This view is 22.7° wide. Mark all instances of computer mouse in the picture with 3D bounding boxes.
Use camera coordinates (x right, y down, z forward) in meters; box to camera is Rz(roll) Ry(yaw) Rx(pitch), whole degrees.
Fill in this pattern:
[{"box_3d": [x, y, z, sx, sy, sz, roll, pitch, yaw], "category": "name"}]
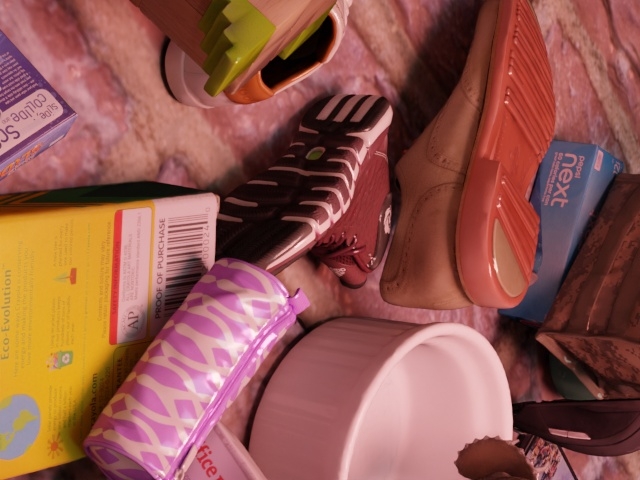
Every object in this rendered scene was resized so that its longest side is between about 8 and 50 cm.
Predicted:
[{"box_3d": [0.283, 0.201, 1.715, 0.184, 0.262, 0.060, 6, 80, -54], "category": "computer mouse"}]

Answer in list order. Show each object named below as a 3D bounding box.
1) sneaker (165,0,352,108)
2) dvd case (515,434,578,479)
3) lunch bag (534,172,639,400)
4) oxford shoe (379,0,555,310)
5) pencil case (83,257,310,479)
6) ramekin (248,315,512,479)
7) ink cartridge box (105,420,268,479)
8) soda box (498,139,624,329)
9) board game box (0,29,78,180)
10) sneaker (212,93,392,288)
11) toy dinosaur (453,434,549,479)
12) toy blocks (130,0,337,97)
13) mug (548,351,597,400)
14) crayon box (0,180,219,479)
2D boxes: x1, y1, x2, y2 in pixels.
[{"box_3d": [-0.001, -0.206, 1.383, 0.290, 0.123, 0.106, -51, 131, -32], "category": "sneaker"}, {"box_3d": [0.228, 0.354, 1.872, 0.253, 0.022, 0.180, -54, 134, -27], "category": "dvd case"}, {"box_3d": [0.408, 0.056, 1.681, 0.169, 0.287, 0.235, 43, 67, -32], "category": "lunch bag"}, {"box_3d": [0.141, -0.104, 1.578, 0.140, 0.146, 0.397, 56, 37, -39], "category": "oxford shoe"}, {"box_3d": [-0.099, 0.109, 1.239, 0.206, 0.088, 0.086, -58, 136, -25], "category": "pencil case"}, {"box_3d": [0.055, 0.204, 1.537, 0.277, 0.135, 0.277, -16, 111, -48], "category": "ramekin"}, {"box_3d": [-0.126, 0.258, 1.250, 0.218, 0.158, 0.092, -36, 131, -6], "category": "ink cartridge box"}, {"box_3d": [0.272, -0.003, 1.800, 0.067, 0.071, 0.210, 26, 79, -48], "category": "soda box"}, {"box_3d": [-0.282, -0.079, 1.078, 0.136, 0.035, 0.201, 48, 53, 3], "category": "board game box"}, {"box_3d": [0.000, 0.000, 1.435, 0.281, 0.106, 0.163, -49, 137, -41], "category": "sneaker"}, {"box_3d": [0.165, 0.268, 1.420, 0.121, 0.313, 0.160, 41, 89, -19], "category": "toy dinosaur"}, {"box_3d": [-0.061, -0.299, 1.211, 0.261, 0.191, 0.381, 43, 56, 1], "category": "toy blocks"}, {"box_3d": [0.339, 0.130, 1.893, 0.157, 0.097, 0.129, -37, 125, -40], "category": "mug"}, {"box_3d": [-0.218, 0.067, 1.216, 0.318, 0.081, 0.202, -8, 105, -50], "category": "crayon box"}]
